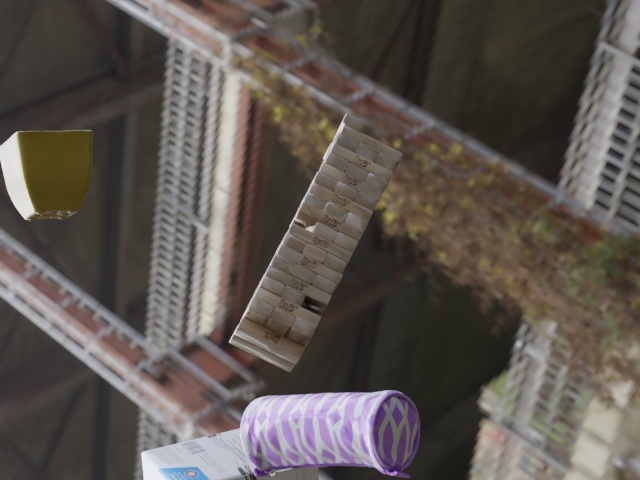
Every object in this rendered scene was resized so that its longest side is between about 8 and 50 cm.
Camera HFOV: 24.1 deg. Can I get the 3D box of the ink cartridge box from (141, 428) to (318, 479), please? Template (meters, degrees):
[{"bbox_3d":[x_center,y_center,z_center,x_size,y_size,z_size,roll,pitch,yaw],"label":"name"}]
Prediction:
[{"bbox_3d":[-0.115,0.305,1.918,0.190,0.139,0.082,-9,-73,-25],"label":"ink cartridge box"}]

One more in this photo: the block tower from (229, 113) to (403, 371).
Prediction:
[{"bbox_3d":[0.000,0.000,1.944,0.335,0.097,0.091,-65,3,-28],"label":"block tower"}]

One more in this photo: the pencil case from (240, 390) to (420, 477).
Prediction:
[{"bbox_3d":[0.006,0.201,1.551,0.086,0.206,0.088,24,-114,-41],"label":"pencil case"}]

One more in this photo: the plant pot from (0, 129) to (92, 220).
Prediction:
[{"bbox_3d":[-0.284,-0.066,1.568,0.081,0.081,0.083,-4,-98,-27],"label":"plant pot"}]
